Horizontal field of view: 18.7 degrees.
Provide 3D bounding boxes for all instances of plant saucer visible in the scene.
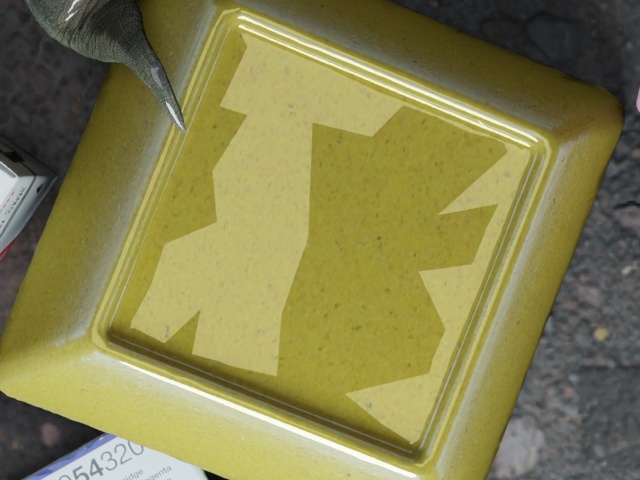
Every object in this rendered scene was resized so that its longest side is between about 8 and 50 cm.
[{"bbox_3d":[0.000,0.000,1.240,0.332,0.081,0.333,22,87,-7],"label":"plant saucer"}]

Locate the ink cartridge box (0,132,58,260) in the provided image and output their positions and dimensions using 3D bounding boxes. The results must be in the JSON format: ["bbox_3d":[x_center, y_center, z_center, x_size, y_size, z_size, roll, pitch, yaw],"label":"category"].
[{"bbox_3d":[-0.230,-0.018,1.263,0.056,0.135,0.099,35,94,1],"label":"ink cartridge box"}]

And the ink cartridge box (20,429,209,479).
[{"bbox_3d":[-0.161,0.325,1.287,0.324,0.071,0.330,-29,88,-4],"label":"ink cartridge box"}]

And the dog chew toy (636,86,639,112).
[{"bbox_3d":[0.360,-0.057,1.200,0.331,0.206,0.207,18,93,11],"label":"dog chew toy"}]

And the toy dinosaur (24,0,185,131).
[{"bbox_3d":[-0.149,-0.204,1.231,0.160,0.121,0.314,-28,86,31],"label":"toy dinosaur"}]
